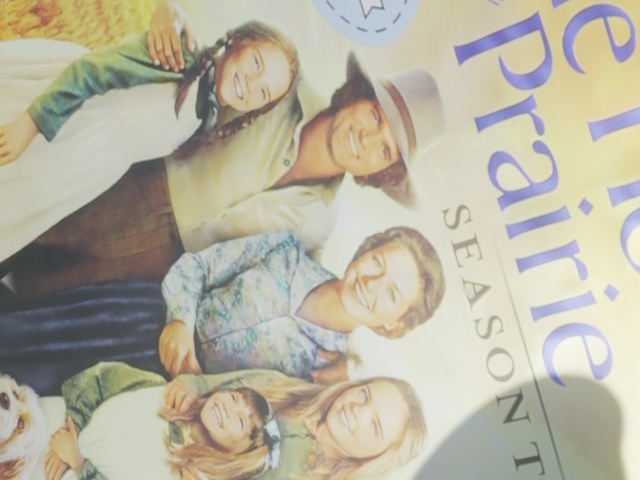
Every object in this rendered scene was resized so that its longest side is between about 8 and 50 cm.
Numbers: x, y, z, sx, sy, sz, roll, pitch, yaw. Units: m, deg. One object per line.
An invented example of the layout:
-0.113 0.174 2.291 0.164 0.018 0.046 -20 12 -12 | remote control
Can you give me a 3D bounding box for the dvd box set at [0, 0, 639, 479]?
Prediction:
0.000 0.000 0.620 0.062 0.420 0.307 -11 -96 -50 | dvd box set
